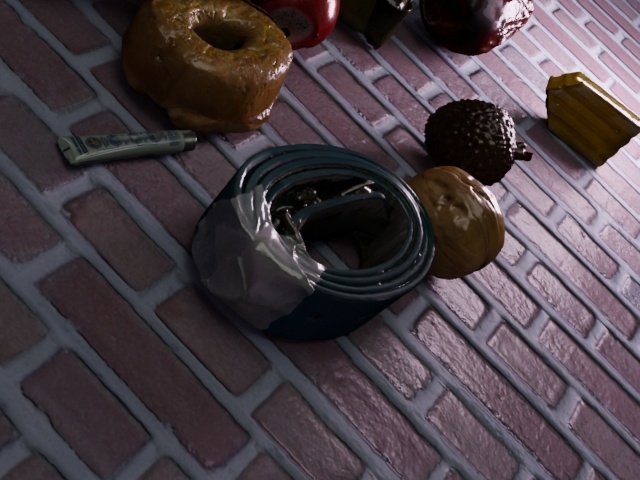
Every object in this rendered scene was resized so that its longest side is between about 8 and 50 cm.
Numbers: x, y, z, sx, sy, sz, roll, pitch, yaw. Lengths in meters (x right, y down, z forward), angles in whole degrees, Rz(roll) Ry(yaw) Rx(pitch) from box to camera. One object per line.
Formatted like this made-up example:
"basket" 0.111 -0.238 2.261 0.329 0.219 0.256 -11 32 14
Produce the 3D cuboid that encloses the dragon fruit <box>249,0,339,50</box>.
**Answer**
"dragon fruit" -0.061 -0.500 1.774 0.224 0.224 0.227 27 36 -16

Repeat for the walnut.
"walnut" 0.239 -0.036 1.625 0.195 0.195 0.222 -16 59 -45

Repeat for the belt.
"belt" 0.001 -0.001 1.414 0.436 0.173 0.300 -12 65 -43

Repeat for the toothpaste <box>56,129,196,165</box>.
"toothpaste" -0.311 -0.156 1.413 0.239 0.039 0.062 -11 58 -41

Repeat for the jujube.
"jujube" 0.402 -0.609 2.210 0.258 0.258 0.376 48 34 8

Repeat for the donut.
"donut" -0.203 -0.333 1.571 0.299 0.150 0.317 30 41 -8

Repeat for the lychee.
"lychee" 0.337 -0.208 1.847 0.238 0.200 0.200 17 42 5

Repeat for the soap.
"soap" 0.686 -0.327 2.244 0.257 0.160 0.080 36 39 -7

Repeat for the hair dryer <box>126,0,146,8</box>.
"hair dryer" -0.378 -0.498 1.581 0.344 0.189 0.107 20 40 -44

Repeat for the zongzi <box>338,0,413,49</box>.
"zongzi" 0.106 -0.651 2.053 0.289 0.154 0.318 34 56 -7
